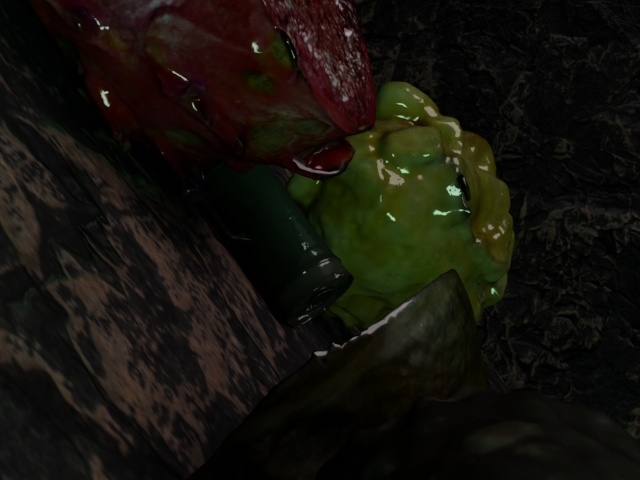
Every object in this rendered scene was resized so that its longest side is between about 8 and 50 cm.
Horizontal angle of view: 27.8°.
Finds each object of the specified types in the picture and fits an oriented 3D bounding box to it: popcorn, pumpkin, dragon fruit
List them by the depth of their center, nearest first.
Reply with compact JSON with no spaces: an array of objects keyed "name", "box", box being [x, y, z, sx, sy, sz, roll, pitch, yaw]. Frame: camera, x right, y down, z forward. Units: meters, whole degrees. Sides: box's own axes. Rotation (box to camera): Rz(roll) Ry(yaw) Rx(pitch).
[{"name":"pumpkin","box":[0.056,0.122,0.746,0.148,0.169,0.312,51,6,7]},{"name":"dragon fruit","box":[-0.116,-0.217,1.063,0.386,0.249,0.371,45,26,-52]},{"name":"popcorn","box":[0.087,-0.022,1.350,0.215,0.252,0.286,20,-17,36]}]

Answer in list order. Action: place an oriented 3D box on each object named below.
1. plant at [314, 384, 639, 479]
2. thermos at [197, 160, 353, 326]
[{"name":"plant","box":[0.073,0.186,0.409,0.188,0.199,0.276,37,22,-26]},{"name":"thermos","box":[-0.056,-0.014,1.176,0.188,0.083,0.073,53,-15,19]}]
